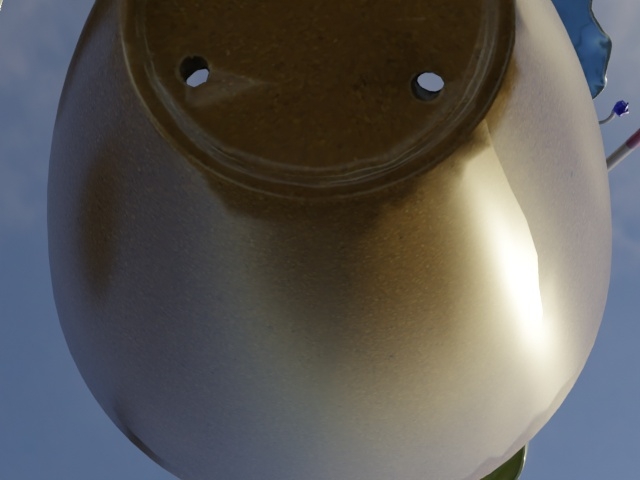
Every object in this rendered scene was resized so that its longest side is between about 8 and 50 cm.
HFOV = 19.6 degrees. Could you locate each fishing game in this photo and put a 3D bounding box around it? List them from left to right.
[{"bbox_3d":[0.120,-0.160,1.073,0.041,0.264,0.189,-27,-8,-13],"label":"fishing game"}]

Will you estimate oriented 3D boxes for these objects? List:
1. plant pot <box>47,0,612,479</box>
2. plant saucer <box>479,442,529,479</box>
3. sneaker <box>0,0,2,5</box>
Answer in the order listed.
[{"bbox_3d":[0.002,-0.032,0.661,0.237,0.237,0.254,-26,-13,-5],"label":"plant pot"},{"bbox_3d":[0.113,0.123,1.702,0.037,0.241,0.241,-29,-49,-30],"label":"plant saucer"},{"bbox_3d":[-0.291,-0.181,1.129,0.146,0.293,0.102,7,-54,-31],"label":"sneaker"}]
